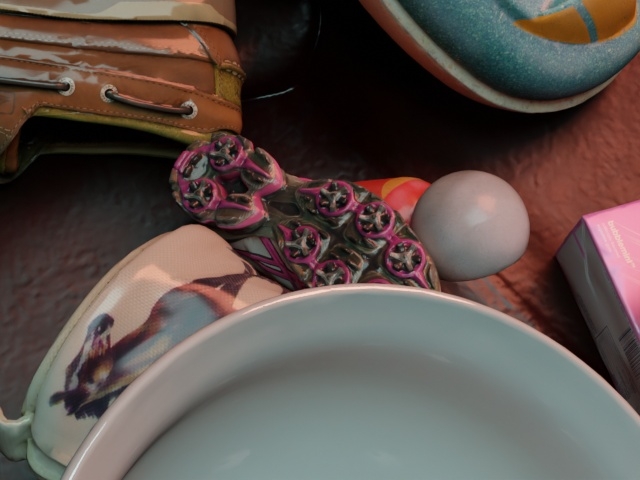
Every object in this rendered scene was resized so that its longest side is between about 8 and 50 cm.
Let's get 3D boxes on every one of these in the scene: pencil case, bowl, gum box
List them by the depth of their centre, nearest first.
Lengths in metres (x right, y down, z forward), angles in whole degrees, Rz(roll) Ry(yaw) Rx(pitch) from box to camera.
[{"bbox_3d":[0.012,0.176,0.570,0.298,0.134,0.298,7,71,-20],"label":"bowl"},{"bbox_3d":[0.030,0.163,0.742,0.410,0.160,0.183,35,48,7],"label":"pencil case"},{"bbox_3d":[0.236,0.064,0.871,0.107,0.062,0.188,-16,70,-15],"label":"gum box"}]

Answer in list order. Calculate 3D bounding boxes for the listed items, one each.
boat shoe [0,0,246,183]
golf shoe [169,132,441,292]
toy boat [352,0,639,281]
[{"bbox_3d":[-0.197,-0.090,0.844,0.307,0.111,0.104,-5,82,-4],"label":"boat shoe"},{"bbox_3d":[0.000,0.000,0.821,0.186,0.086,0.067,31,80,31],"label":"golf shoe"},{"bbox_3d":[0.103,-0.124,0.859,0.267,0.148,0.318,28,76,-36],"label":"toy boat"}]
